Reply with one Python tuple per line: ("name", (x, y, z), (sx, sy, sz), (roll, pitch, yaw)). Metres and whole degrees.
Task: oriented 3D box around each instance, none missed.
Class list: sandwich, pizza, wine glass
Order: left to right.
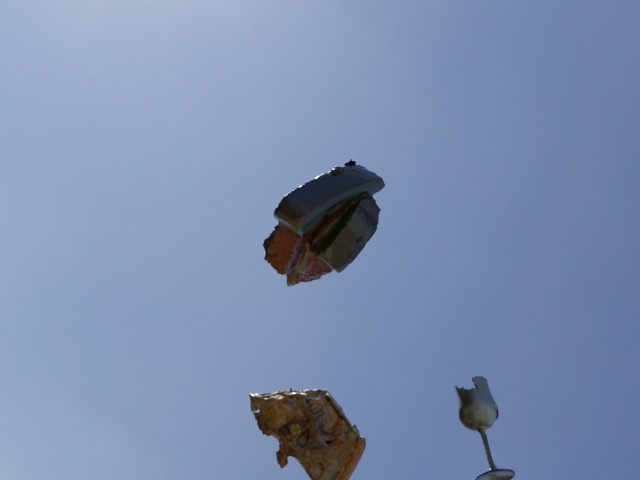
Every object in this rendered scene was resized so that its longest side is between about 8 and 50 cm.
("pizza", (-0.037, 0.414, 1.621), (0.297, 0.189, 0.071), (42, 1, 27))
("sandwich", (0.000, 0.000, 1.521), (0.162, 0.250, 0.301), (51, -43, 18))
("wine glass", (0.308, 0.358, 1.403), (0.079, 0.196, 0.079), (-5, -39, -4))
